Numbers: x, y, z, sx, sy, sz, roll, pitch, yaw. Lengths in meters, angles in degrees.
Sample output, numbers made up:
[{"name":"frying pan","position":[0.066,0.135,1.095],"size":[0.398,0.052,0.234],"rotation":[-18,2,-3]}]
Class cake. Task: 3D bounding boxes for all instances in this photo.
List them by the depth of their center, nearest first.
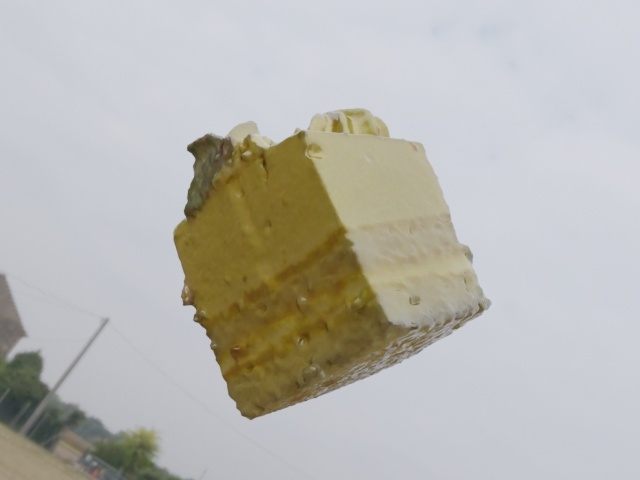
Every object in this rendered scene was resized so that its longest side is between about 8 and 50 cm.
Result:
[{"name":"cake","position":[0.000,0.000,0.752],"size":[0.222,0.228,0.285],"rotation":[-36,-108,35]}]
